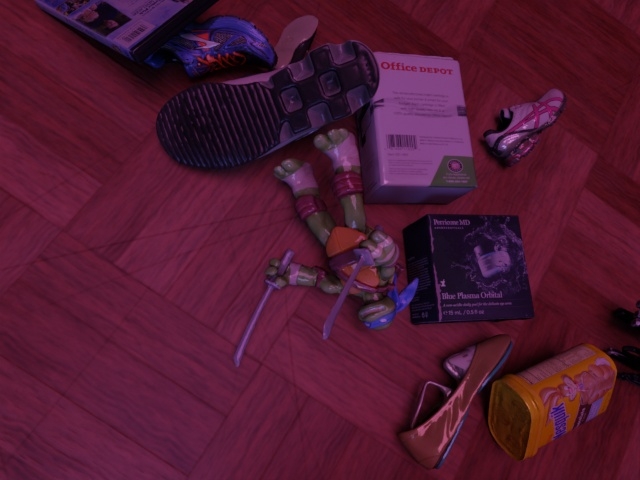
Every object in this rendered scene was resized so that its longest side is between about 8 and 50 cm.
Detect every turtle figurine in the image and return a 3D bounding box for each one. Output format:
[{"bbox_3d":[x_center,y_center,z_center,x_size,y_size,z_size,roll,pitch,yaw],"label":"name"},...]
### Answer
[{"bbox_3d":[0.000,0.000,0.537,0.274,0.198,0.267,-12,77,-18],"label":"turtle figurine"}]

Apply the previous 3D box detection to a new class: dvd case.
[{"bbox_3d":[-0.278,-0.360,0.596,0.252,0.022,0.180,33,71,23],"label":"dvd case"}]

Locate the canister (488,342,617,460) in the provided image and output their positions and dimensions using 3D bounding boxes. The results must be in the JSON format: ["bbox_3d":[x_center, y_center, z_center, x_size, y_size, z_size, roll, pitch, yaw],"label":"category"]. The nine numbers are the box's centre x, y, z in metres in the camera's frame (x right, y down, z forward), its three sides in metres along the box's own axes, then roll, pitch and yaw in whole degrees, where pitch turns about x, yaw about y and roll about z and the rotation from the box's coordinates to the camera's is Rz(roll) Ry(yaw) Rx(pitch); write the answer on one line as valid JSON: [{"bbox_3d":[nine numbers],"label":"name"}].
[{"bbox_3d":[0.342,0.233,0.602,0.169,0.073,0.126,-16,118,-18],"label":"canister"}]

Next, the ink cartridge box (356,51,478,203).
[{"bbox_3d":[0.148,-0.177,0.661,0.160,0.092,0.220,0,77,-13],"label":"ink cartridge box"}]

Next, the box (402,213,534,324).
[{"bbox_3d":[0.222,0.046,0.628,0.155,0.093,0.159,0,76,-12],"label":"box"}]

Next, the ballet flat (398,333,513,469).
[{"bbox_3d":[0.197,0.214,0.596,0.073,0.080,0.232,35,70,17],"label":"ballet flat"}]

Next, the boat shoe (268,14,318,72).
[{"bbox_3d":[-0.044,-0.321,0.681,0.048,0.042,0.133,24,73,15],"label":"boat shoe"}]

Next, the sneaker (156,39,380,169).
[{"bbox_3d":[-0.076,-0.195,0.618,0.329,0.146,0.123,-13,107,7],"label":"sneaker"}]

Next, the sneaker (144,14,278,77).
[{"bbox_3d":[-0.173,-0.289,0.626,0.220,0.083,0.087,11,86,6],"label":"sneaker"}]

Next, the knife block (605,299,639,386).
[{"bbox_3d":[0.632,0.190,0.686,0.275,0.088,0.242,-17,82,-15],"label":"knife block"}]

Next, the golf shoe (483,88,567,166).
[{"bbox_3d":[0.371,-0.222,0.733,0.086,0.067,0.186,44,73,2],"label":"golf shoe"}]
